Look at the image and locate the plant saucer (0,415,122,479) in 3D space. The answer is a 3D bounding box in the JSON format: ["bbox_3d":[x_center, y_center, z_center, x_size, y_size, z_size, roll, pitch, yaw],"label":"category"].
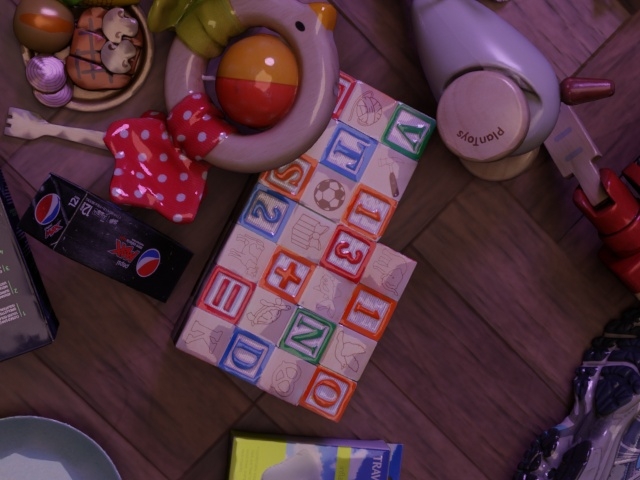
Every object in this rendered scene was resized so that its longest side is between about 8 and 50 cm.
[{"bbox_3d":[-0.280,0.258,1.121,0.195,0.037,0.195,-1,94,-10],"label":"plant saucer"}]

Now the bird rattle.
[{"bbox_3d":[-0.087,-0.137,1.054,0.207,0.143,0.253,8,82,22],"label":"bird rattle"}]

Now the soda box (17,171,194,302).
[{"bbox_3d":[-0.189,0.000,1.064,0.053,0.169,0.060,29,86,34],"label":"soda box"}]

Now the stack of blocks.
[{"bbox_3d":[0.000,0.000,1.133,0.171,0.087,0.297,26,88,-11],"label":"stack of blocks"}]

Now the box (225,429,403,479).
[{"bbox_3d":[-0.005,0.248,1.168,0.178,0.042,0.109,6,92,-10],"label":"box"}]

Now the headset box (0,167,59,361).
[{"bbox_3d":[-0.386,0.011,1.040,0.246,0.131,0.283,-21,96,-9],"label":"headset box"}]

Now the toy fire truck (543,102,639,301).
[{"bbox_3d":[0.330,-0.079,1.160,0.217,0.158,0.246,-44,108,8],"label":"toy fire truck"}]

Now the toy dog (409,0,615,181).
[{"bbox_3d":[0.161,-0.215,1.104,0.161,0.220,0.333,-19,105,12],"label":"toy dog"}]

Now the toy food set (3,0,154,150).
[{"bbox_3d":[-0.221,-0.182,1.107,0.132,0.038,0.192,10,91,-11],"label":"toy food set"}]

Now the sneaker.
[{"bbox_3d":[0.313,0.187,1.208,0.122,0.110,0.283,39,88,-28],"label":"sneaker"}]
